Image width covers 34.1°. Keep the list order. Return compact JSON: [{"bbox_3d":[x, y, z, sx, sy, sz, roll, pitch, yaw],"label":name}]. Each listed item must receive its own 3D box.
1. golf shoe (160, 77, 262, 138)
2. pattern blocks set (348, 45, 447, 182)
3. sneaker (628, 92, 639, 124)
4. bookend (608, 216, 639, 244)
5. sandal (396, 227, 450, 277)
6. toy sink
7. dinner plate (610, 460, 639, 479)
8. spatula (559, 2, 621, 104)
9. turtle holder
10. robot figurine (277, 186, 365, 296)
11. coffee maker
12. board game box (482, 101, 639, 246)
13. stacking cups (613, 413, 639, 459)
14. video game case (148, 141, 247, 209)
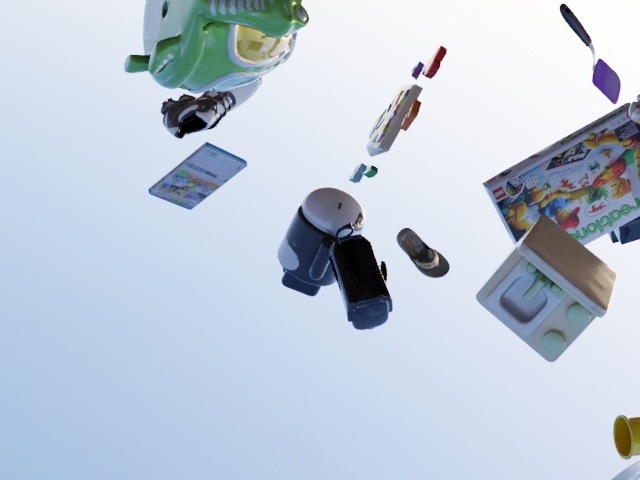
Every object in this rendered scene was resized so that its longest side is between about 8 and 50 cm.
[{"bbox_3d":[-0.187,-0.239,1.876,0.198,0.077,0.094,-28,-137,3],"label":"golf shoe"},{"bbox_3d":[0.166,-0.278,2.378,0.026,0.324,0.285,30,164,-12],"label":"pattern blocks set"},{"bbox_3d":[0.563,-0.240,1.561,0.083,0.215,0.084,40,-164,-16],"label":"sneaker"},{"bbox_3d":[0.613,-0.045,2.090,0.072,0.156,0.157,-18,-136,5],"label":"bookend"},{"bbox_3d":[0.263,0.036,2.645,0.180,0.072,0.049,43,171,-25],"label":"sandal"},{"bbox_3d":[0.330,0.074,1.535,0.153,0.131,0.234,40,-159,7],"label":"toy sink"},{"bbox_3d":[0.633,0.512,2.196,0.141,0.141,0.017,-5,-133,-40],"label":"dinner plate"},{"bbox_3d":[0.597,-0.420,2.314,0.030,0.084,0.296,-3,144,39],"label":"spatula"},{"bbox_3d":[-0.147,-0.352,1.575,0.228,0.320,0.243,6,-115,-27],"label":"turtle holder"},{"bbox_3d":[0.002,0.002,2.572,0.174,0.278,0.209,0,-143,-44],"label":"robot figurine"},{"bbox_3d":[0.081,0.087,2.317,0.171,0.120,0.178,47,-162,-48],"label":"coffee maker"},{"bbox_3d":[0.476,-0.095,1.922,0.305,0.193,0.053,-29,-163,4],"label":"board game box"},{"bbox_3d":[0.782,0.404,2.190,0.316,0.096,0.096,-1,-158,-7],"label":"stacking cups"},{"bbox_3d":[-0.241,-0.125,2.058,0.119,0.166,0.015,23,-141,-50],"label":"video game case"}]
